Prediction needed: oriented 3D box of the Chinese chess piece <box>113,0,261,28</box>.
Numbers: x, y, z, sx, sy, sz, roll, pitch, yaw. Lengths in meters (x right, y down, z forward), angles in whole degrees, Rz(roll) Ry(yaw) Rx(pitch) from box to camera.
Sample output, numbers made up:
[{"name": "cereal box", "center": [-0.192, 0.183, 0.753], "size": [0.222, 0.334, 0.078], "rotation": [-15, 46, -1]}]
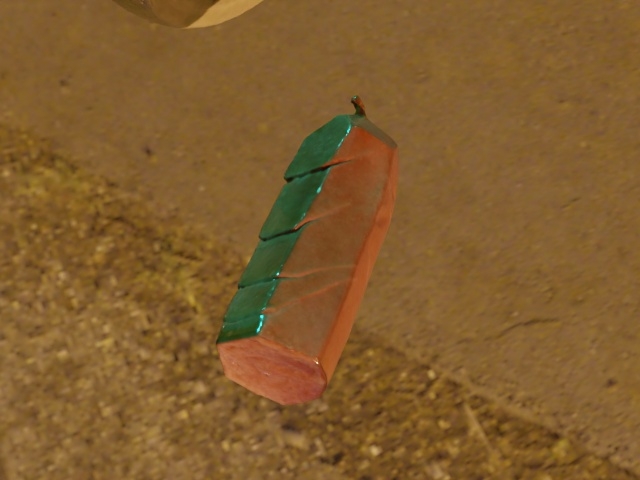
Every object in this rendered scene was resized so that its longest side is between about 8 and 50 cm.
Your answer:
[{"name": "Chinese chess piece", "center": [-0.060, -0.253, 0.859], "size": [0.103, 0.250, 0.250], "rotation": [40, 128, 15]}]

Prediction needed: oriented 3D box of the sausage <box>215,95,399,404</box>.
[{"name": "sausage", "center": [0.000, 0.000, 0.716], "size": [0.065, 0.169, 0.065], "rotation": [14, 144, 11]}]
